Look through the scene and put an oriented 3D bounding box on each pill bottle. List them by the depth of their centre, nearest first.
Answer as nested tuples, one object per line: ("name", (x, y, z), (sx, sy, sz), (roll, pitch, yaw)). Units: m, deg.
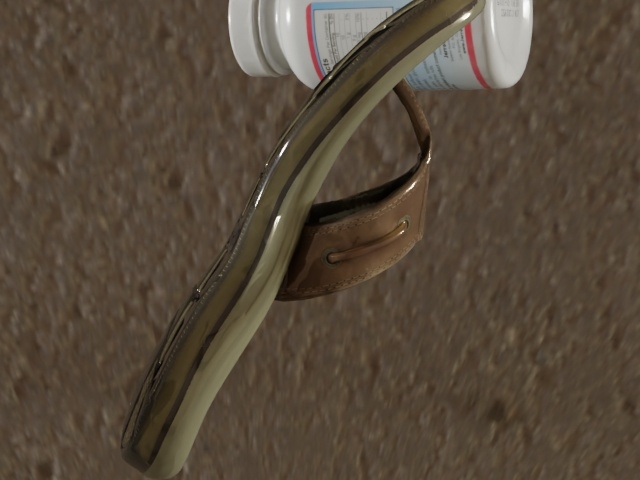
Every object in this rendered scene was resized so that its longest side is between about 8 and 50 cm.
("pill bottle", (0.033, -0.127, 1.058), (0.160, 0.087, 0.087), (1, 68, 23))

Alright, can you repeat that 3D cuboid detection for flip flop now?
("flip flop", (0.000, 0.000, 0.873), (0.080, 0.112, 0.277), (30, 94, -5))
